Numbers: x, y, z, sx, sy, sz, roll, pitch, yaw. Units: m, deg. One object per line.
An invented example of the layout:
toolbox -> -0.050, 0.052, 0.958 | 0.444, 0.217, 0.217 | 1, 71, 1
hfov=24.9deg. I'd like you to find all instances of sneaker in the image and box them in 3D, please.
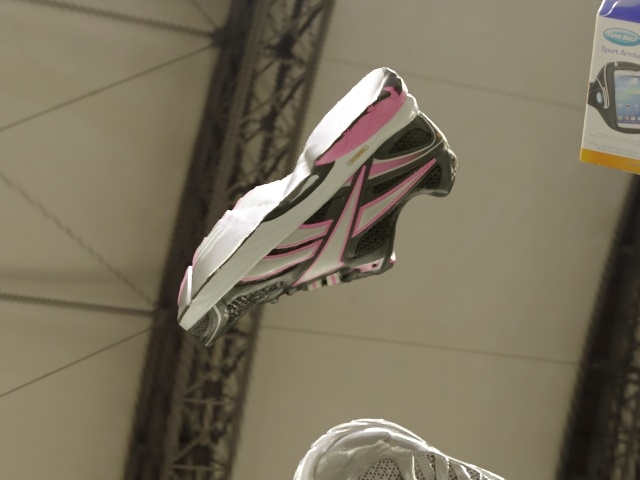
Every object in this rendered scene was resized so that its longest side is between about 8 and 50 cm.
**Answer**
sneaker -> 0.000, 0.000, 0.756 | 0.077, 0.072, 0.178 | 42, -72, -16
sneaker -> 0.090, 0.189, 0.979 | 0.281, 0.115, 0.105 | 16, -91, -46

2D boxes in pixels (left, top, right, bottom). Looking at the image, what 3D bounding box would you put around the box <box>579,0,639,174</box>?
box -> 0.218, -0.103, 0.952 | 0.081, 0.136, 0.028 | 14, -138, 17
